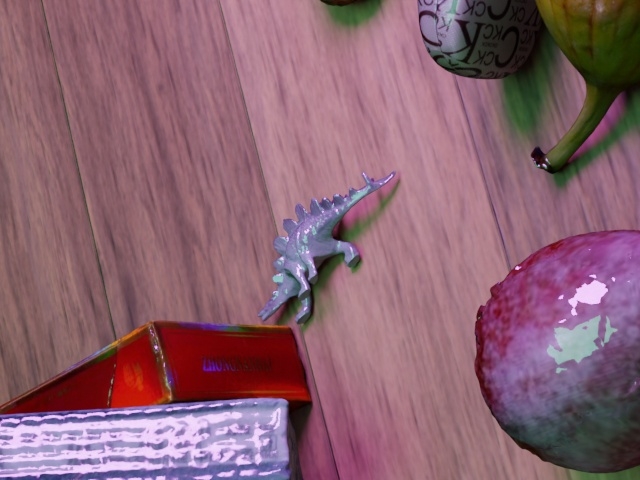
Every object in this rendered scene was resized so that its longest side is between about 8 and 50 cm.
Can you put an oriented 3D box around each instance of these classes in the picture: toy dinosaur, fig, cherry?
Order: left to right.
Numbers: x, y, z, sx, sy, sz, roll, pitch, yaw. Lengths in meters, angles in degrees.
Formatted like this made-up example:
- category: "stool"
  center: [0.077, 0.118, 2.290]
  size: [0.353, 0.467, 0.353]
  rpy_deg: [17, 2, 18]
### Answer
- category: "toy dinosaur"
  center: [-0.001, -0.001, 1.808]
  size: [0.209, 0.039, 0.082]
  rpy_deg: [-48, 57, 26]
- category: "fig"
  center: [0.234, -0.158, 1.565]
  size: [0.151, 0.151, 0.259]
  rpy_deg: [29, 118, 38]
- category: "cherry"
  center: [0.237, 0.079, 1.514]
  size: [0.250, 0.175, 0.192]
  rpy_deg: [-33, 54, 31]

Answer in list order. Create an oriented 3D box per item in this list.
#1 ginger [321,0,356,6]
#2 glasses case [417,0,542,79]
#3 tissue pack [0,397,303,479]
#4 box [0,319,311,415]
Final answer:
- category: "ginger"
  center: [0.023, -0.382, 1.745]
  size: [0.172, 0.165, 0.321]
  rpy_deg: [30, 123, 10]
- category: "glasses case"
  center: [0.155, -0.318, 1.640]
  size: [0.085, 0.137, 0.354]
  rpy_deg: [8, 90, 40]
- category: "tissue pack"
  center: [-0.174, 0.235, 1.717]
  size: [0.316, 0.228, 0.103]
  rpy_deg: [-3, 62, 1]
- category: "box"
  center: [-0.190, 0.176, 1.848]
  size: [0.313, 0.197, 0.089]
  rpy_deg: [-30, 67, 35]
